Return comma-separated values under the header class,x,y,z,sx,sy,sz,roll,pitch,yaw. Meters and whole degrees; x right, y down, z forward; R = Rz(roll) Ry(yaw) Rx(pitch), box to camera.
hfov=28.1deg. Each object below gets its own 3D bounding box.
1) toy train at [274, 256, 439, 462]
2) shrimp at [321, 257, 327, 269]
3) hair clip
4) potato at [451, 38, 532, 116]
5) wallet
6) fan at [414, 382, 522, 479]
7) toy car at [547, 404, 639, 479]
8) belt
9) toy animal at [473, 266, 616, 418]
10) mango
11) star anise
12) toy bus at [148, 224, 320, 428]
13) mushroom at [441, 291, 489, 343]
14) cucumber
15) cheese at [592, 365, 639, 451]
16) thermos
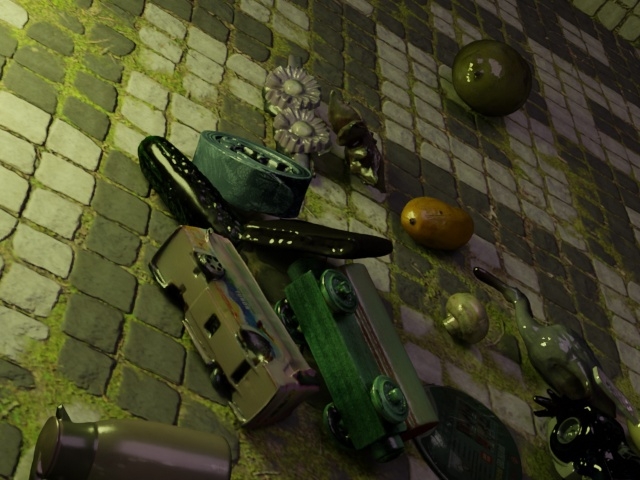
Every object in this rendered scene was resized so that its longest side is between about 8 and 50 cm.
class,x,y,z,sx,sy,sz,roll,pitch,yaw
toy train,0.054,0.149,1.669,0.177,0.116,0.285,0,59,-55
shrimp,-0.005,0.080,1.788,0.065,0.057,0.165,18,36,-16
hair clip,-0.043,-0.212,2.159,0.106,0.085,0.292,6,44,-17
potato,0.358,-0.346,2.722,0.174,0.159,0.251,17,11,16
wallet,0.000,0.000,1.779,0.165,0.042,0.309,8,3,11
fan,0.182,0.251,1.802,0.294,0.012,0.223,49,30,17
toy car,0.409,0.364,1.795,0.193,0.118,0.301,34,27,-27
belt,-0.102,-0.092,1.855,0.190,0.082,0.141,28,18,27
toy animal,0.373,0.179,2.038,0.195,0.090,0.324,21,37,-39
mango,0.202,-0.027,2.166,0.190,0.075,0.098,6,47,-54
star anise,0.055,-0.172,2.149,0.195,0.065,0.182,-101,165,-46
toy bus,-0.108,0.105,1.605,0.112,0.090,0.274,9,41,-51
mushroom,0.224,0.122,1.983,0.084,0.067,0.083,60,-1,2
cucumber,-0.179,-0.060,1.775,0.074,0.074,0.241,-8,52,-53
cheese,0.508,0.289,2.017,0.255,0.050,0.127,48,23,-17
thermos,-0.200,0.245,1.300,0.193,0.105,0.137,18,65,-26
